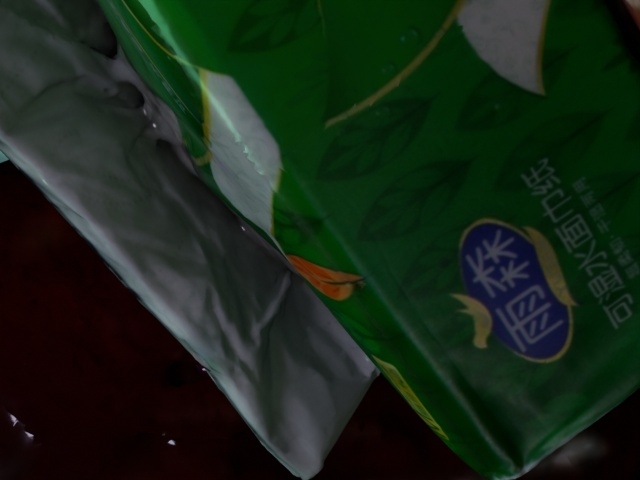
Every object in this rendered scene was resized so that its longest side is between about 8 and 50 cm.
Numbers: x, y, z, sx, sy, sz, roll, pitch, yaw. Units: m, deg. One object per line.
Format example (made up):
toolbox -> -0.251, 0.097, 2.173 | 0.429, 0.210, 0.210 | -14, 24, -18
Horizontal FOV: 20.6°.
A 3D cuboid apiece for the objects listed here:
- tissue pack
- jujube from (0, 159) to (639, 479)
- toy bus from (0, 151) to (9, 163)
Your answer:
tissue pack -> -0.007, -0.043, 0.496 | 0.209, 0.156, 0.148 | 54, -178, -27
jujube -> -0.032, 0.096, 0.754 | 0.376, 0.258, 0.258 | 10, -170, -12
toy bus -> -0.149, -0.186, 1.052 | 0.232, 0.194, 0.288 | -42, -72, -47
